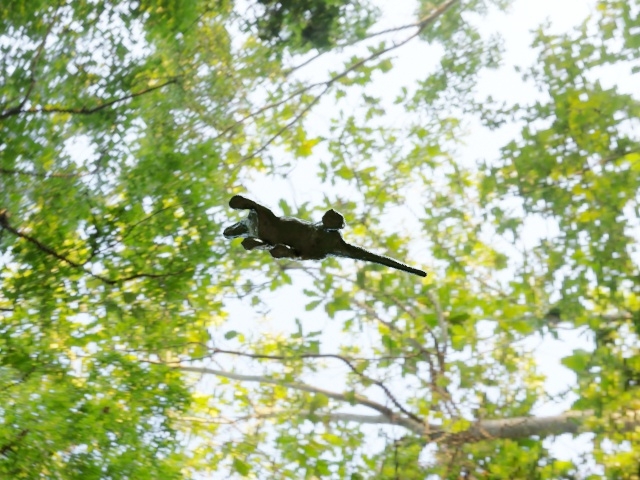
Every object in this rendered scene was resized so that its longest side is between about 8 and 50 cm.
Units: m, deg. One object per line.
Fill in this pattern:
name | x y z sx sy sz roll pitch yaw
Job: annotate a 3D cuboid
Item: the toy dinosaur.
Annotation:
toy dinosaur | -0.001 0.000 0.459 0.120 0.060 0.029 10 -93 15
